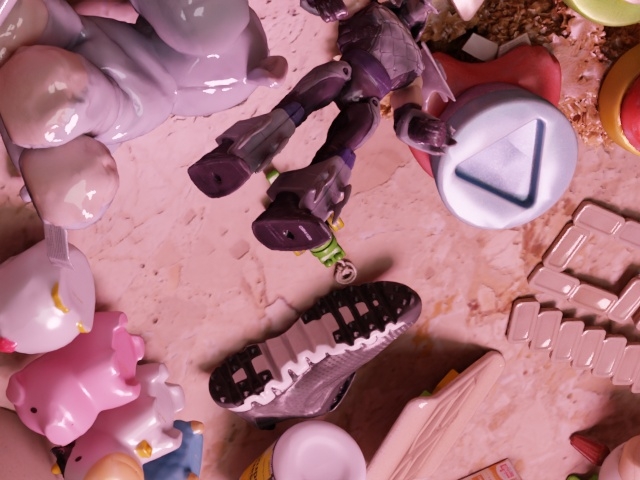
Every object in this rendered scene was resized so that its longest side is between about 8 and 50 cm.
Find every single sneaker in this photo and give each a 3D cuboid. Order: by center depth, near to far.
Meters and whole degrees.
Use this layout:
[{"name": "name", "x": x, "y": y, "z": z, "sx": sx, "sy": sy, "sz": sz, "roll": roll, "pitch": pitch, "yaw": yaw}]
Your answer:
[{"name": "sneaker", "x": 0.005, "y": 0.123, "z": 1.838, "sx": 0.234, "sy": 0.078, "sz": 0.106, "roll": -29, "pitch": 138, "yaw": 4}]

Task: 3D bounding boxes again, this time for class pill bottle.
[{"name": "pill bottle", "x": -0.030, "y": 0.266, "z": 1.885, "sx": 0.103, "sy": 0.103, "sz": 0.184, "roll": -3, "pitch": 156, "yaw": -25}]

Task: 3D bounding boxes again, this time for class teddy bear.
[{"name": "teddy bear", "x": 0.175, "y": -0.181, "z": 1.658, "sx": 0.338, "sy": 0.113, "sz": 0.245, "roll": -7, "pitch": 124, "yaw": -12}]

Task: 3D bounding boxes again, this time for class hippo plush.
[{"name": "hippo plush", "x": -0.143, "y": -0.126, "z": 1.433, "sx": 0.236, "sy": 0.234, "sz": 0.294, "roll": -22, "pitch": 131, "yaw": -10}]

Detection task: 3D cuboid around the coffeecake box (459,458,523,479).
[{"name": "coffeecake box", "x": 0.164, "y": 0.360, "z": 2.123, "sx": 0.185, "sy": 0.068, "sz": 0.142, "roll": -23, "pitch": 133, "yaw": -9}]

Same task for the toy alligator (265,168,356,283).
[{"name": "toy alligator", "x": 0.000, "y": 0.000, "z": 1.743, "sx": 0.056, "sy": 0.051, "sz": 0.189, "roll": -33, "pitch": 135, "yaw": 3}]

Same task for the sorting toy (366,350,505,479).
[{"name": "sorting toy", "x": 0.105, "y": 0.213, "z": 1.944, "sx": 0.208, "sy": 0.038, "sz": 0.193, "roll": -20, "pitch": 144, "yaw": -58}]

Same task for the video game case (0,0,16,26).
[{"name": "video game case", "x": -0.270, "y": -0.296, "z": 1.266, "sx": 0.206, "sy": 0.227, "sz": 0.026, "roll": -54, "pitch": 175, "yaw": 21}]

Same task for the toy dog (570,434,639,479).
[{"name": "toy dog", "x": 0.430, "y": 0.262, "z": 2.151, "sx": 0.334, "sy": 0.161, "sz": 0.220, "roll": 6, "pitch": 121, "yaw": -48}]

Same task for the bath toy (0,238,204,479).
[{"name": "bath toy", "x": -0.232, "y": 0.144, "z": 1.700, "sx": 0.129, "sy": 0.151, "sz": 0.348, "roll": -10, "pitch": 135, "yaw": 18}]

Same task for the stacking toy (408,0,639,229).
[{"name": "stacking toy", "x": 0.229, "y": -0.149, "z": 1.550, "sx": 0.309, "sy": 0.130, "sz": 0.279, "roll": -14, "pitch": 123, "yaw": -8}]

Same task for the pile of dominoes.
[{"name": "pile of dominoes", "x": 0.328, "y": 0.061, "z": 1.992, "sx": 0.251, "sy": 0.040, "sz": 0.196, "roll": 21, "pitch": 116, "yaw": -29}]

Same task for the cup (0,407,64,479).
[{"name": "cup", "x": -0.366, "y": 0.357, "z": 1.732, "sx": 0.331, "sy": 0.237, "sz": 0.331, "roll": -15, "pitch": 133, "yaw": -16}]

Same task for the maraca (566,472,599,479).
[{"name": "maraca", "x": 0.349, "y": 0.366, "z": 2.209, "sx": 0.127, "sy": 0.099, "sz": 0.185, "roll": -43, "pitch": 108, "yaw": 3}]

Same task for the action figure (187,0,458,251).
[{"name": "action figure", "x": 0.024, "y": -0.116, "z": 1.423, "sx": 0.185, "sy": 0.099, "sz": 0.285, "roll": 46, "pitch": 57, "yaw": -13}]
